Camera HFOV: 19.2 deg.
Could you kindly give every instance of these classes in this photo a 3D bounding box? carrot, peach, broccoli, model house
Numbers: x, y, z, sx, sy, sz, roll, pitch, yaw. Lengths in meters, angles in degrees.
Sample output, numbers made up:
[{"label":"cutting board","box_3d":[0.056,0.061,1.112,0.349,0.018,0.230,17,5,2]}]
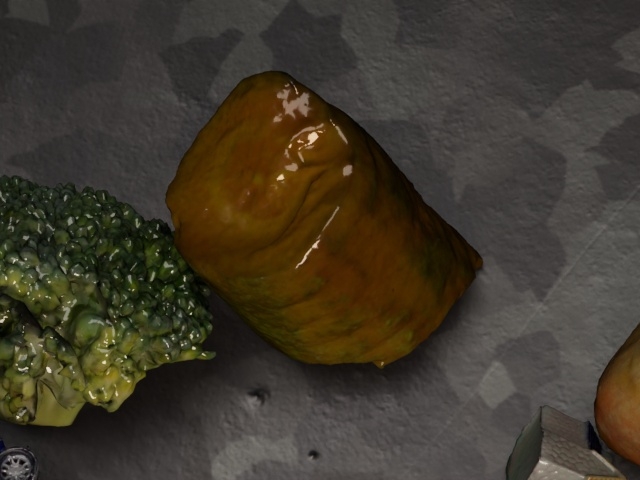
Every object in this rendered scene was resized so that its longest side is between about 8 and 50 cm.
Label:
[{"label":"carrot","box_3d":[0.000,0.000,2.015,0.241,0.341,0.242,-18,51,24]},{"label":"peach","box_3d":[0.392,0.149,1.932,0.235,0.214,0.214,-17,63,10]},{"label":"broccoli","box_3d":[-0.279,0.060,2.000,0.334,0.324,0.272,5,83,-19]},{"label":"model house","box_3d":[0.255,0.241,1.970,0.100,0.088,0.101,22,34,-8]}]

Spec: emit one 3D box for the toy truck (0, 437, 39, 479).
[{"label":"toy truck","box_3d":[-0.316,0.348,1.942,0.155,0.124,0.268,-28,65,-20]}]
